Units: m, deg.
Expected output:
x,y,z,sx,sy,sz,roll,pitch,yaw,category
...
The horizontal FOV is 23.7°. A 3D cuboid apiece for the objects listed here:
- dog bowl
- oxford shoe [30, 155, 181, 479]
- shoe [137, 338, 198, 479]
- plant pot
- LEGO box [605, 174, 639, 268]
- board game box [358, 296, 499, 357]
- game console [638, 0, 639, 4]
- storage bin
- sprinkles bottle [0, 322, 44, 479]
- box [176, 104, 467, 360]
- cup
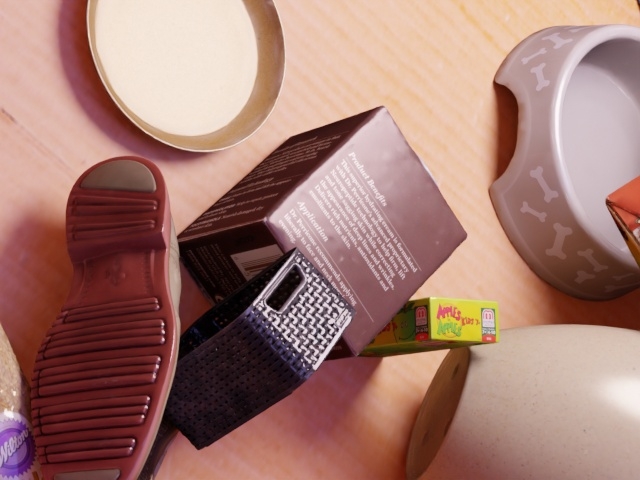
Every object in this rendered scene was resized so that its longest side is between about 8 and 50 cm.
x,y,z,sx,sy,sz,roll,pitch,yaw,category
0.357,-0.104,1.858,0.349,0.102,0.348,8,77,-37,dog bowl
-0.170,0.094,1.349,0.130,0.123,0.348,75,16,-52,oxford shoe
-0.174,0.181,1.423,0.076,0.058,0.219,37,46,-20,shoe
-0.138,-0.203,1.538,0.236,0.032,0.236,7,79,-36,plant pot
0.604,0.060,1.753,0.372,0.193,0.500,-32,130,5,LEGO box
0.088,0.091,1.563,0.092,0.181,0.043,6,78,-37,board game box
0.580,-0.275,2.050,0.250,0.173,0.293,-18,90,-54,game console
-0.067,0.100,1.391,0.084,0.180,0.122,48,41,-8,storage bin
-0.286,0.181,1.299,0.121,0.121,0.355,-28,100,-37,sprinkles bottle
0.000,0.000,1.521,0.203,0.167,0.168,-44,108,-34,box
0.229,0.220,1.600,0.237,0.331,0.331,22,67,-6,cup
